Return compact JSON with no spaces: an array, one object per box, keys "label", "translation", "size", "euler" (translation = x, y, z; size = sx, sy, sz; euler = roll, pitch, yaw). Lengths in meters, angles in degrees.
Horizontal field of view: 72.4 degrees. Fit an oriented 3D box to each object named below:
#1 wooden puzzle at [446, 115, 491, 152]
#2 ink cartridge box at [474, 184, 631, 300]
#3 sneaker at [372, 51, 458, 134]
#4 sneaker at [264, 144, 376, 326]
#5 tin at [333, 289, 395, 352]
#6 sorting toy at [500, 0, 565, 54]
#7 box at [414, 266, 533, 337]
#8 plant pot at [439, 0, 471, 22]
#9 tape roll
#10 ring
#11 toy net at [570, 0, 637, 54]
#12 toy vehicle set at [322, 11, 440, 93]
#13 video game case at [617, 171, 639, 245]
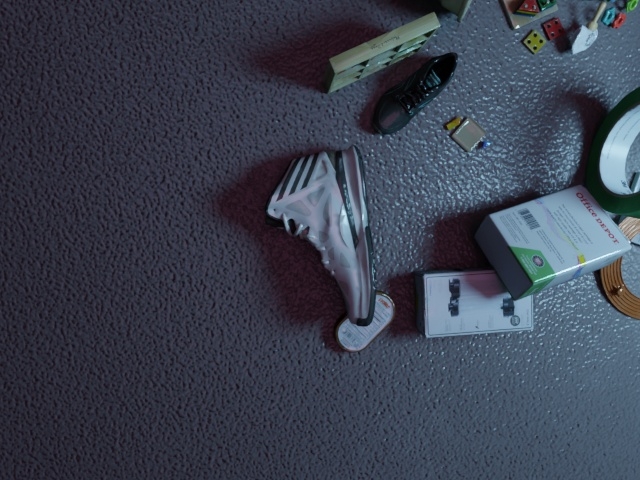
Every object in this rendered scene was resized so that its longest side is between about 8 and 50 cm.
[{"label":"wooden puzzle","translation":[0.395,-0.283,1.167],"size":[0.078,0.014,0.116],"euler":[-42,95,4]},{"label":"ink cartridge box","translation":[0.569,0.003,1.091],"size":[0.278,0.117,0.201],"euler":[-18,62,-10]},{"label":"sneaker","translation":[0.238,-0.378,1.104],"size":[0.101,0.106,0.267],"euler":[45,91,-7]},{"label":"sneaker","translation":[0.000,0.000,1.101],"size":[0.258,0.169,0.447],"euler":[-7,86,5]},{"label":"tin","translation":[0.118,0.216,1.167],"size":[0.106,0.040,0.189],"euler":[44,89,-10]},{"label":"sorting toy","translation":[0.548,-0.635,1.139],"size":[0.132,0.046,0.274],"euler":[-24,95,-2]},{"label":"box","translation":[0.401,0.156,1.158],"size":[0.290,0.087,0.169],"euler":[-4,94,-4]},{"label":"plant pot","translation":[0.259,-0.728,1.000],"size":[0.305,0.334,0.333],"euler":[25,91,6]},{"label":"tape roll","translation":[0.784,-0.213,1.046],"size":[0.077,0.321,0.321],"euler":[11,93,-5]},{"label":"ring","translation":[0.939,0.064,1.202],"size":[0.337,0.032,0.336],"euler":[0,100,-1]},{"label":"toy net","translation":[0.737,-0.582,1.156],"size":[0.232,0.045,0.122],"euler":[-49,136,8]},{"label":"toy vehicle set","translation":[0.137,-0.448,1.059],"size":[0.267,0.166,0.035],"euler":[-25,95,-2]},{"label":"video game case","translation":[0.927,-0.073,1.216],"size":[0.173,0.022,0.190],"euler":[18,91,-5]}]
